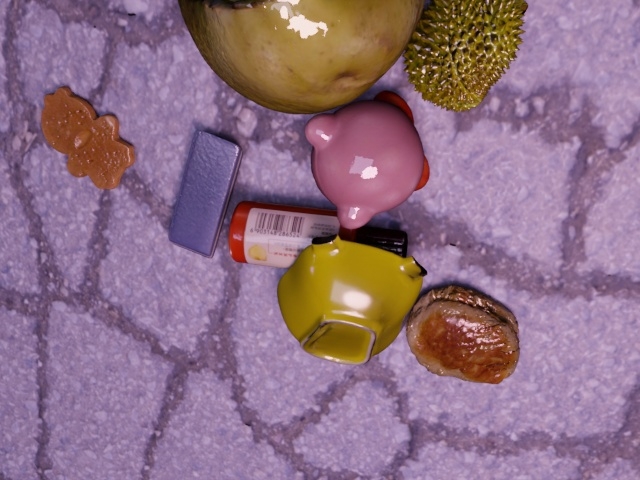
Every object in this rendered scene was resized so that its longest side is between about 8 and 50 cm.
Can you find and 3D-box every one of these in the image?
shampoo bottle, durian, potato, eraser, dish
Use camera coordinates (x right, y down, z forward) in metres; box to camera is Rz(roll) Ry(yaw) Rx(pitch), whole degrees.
[{"bbox_3d":[0.000,0.000,0.997,0.278,0.104,0.104,7,110,10],"label":"shampoo bottle"},{"bbox_3d":[0.191,-0.272,0.834,0.146,0.159,0.198,22,111,-1],"label":"durian"},{"bbox_3d":[-0.005,-0.246,0.797,0.330,0.280,0.213,-15,120,0],"label":"potato"},{"bbox_3d":[-0.196,-0.073,1.051,0.082,0.036,0.225,21,112,5],"label":"eraser"},{"bbox_3d":[0.041,0.113,0.957,0.221,0.108,0.262,15,146,-7],"label":"dish"}]

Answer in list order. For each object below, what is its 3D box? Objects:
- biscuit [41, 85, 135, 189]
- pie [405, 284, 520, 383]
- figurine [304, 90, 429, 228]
[{"bbox_3d":[-0.403,-0.171,1.069,0.184,0.027,0.133,31,113,2],"label":"biscuit"},{"bbox_3d":[0.235,0.163,1.018,0.193,0.079,0.163,23,117,2],"label":"pie"},{"bbox_3d":[0.067,-0.118,0.910,0.173,0.173,0.173,4,109,11],"label":"figurine"}]
